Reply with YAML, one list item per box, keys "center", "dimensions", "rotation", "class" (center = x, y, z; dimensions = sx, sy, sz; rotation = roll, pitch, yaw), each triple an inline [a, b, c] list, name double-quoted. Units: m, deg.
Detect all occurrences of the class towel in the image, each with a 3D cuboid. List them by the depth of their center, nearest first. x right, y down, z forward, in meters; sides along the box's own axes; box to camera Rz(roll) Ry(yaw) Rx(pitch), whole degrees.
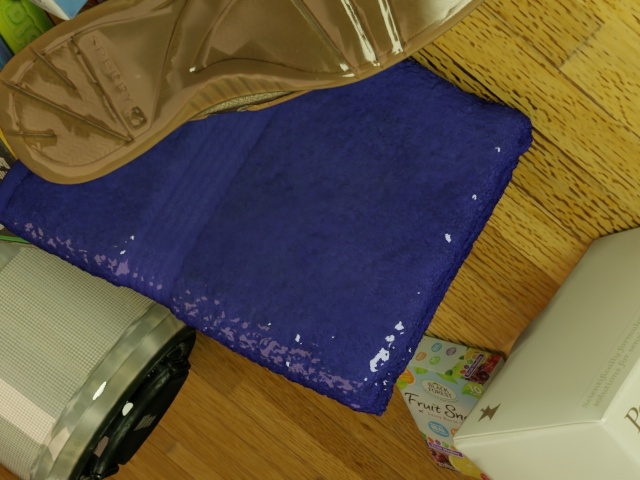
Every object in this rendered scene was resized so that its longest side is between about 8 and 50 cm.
- center: [-0.038, -0.042, 1.113]
  dimensions: [0.308, 0.227, 0.076]
  rotation: [26, 169, 21]
  class: "towel"

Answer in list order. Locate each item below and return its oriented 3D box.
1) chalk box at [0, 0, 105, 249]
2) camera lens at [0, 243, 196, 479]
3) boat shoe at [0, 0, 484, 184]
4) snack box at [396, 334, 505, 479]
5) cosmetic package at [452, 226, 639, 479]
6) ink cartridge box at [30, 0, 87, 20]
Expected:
- center: [-0.220, -0.113, 1.259]
  dimensions: [0.180, 0.179, 0.289]
  rotation: [8, 140, 42]
  class: "chalk box"
- center: [-0.271, 0.090, 1.564]
  dimensions: [0.274, 0.219, 0.219]
  rotation: [35, 152, 7]
  class: "camera lens"
- center: [-0.035, -0.139, 1.017]
  dimensions: [0.342, 0.123, 0.123]
  rotation: [-25, 98, 24]
  class: "boat shoe"
- center: [0.121, 0.141, 1.373]
  dimensions: [0.100, 0.037, 0.141]
  rotation: [12, 141, 39]
  class: "snack box"
- center: [0.285, 0.175, 1.068]
  dimensions: [0.365, 0.197, 0.155]
  rotation: [46, 151, -16]
  class: "cosmetic package"
- center: [-0.264, -0.319, 0.896]
  dimensions: [0.270, 0.151, 0.395]
  rotation: [31, 171, 32]
  class: "ink cartridge box"
